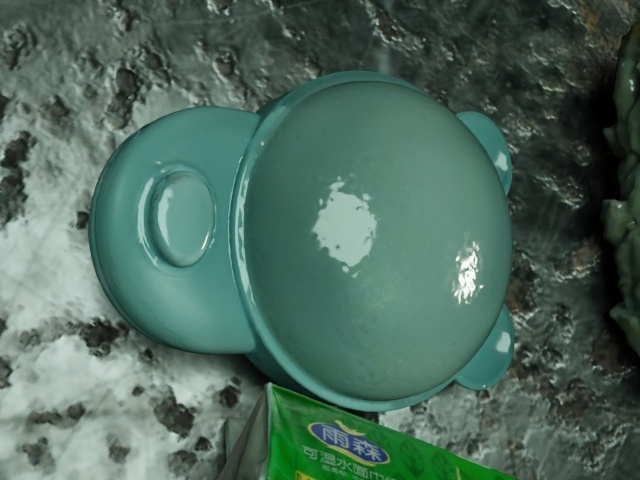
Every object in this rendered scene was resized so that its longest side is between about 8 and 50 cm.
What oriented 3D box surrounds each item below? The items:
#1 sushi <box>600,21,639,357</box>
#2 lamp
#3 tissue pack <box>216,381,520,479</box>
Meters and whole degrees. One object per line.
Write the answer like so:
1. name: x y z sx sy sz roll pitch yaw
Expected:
1. sushi: 0.322 -0.043 0.588 0.181 0.196 0.344 7 80 -33
2. lamp: 0.005 -0.002 0.494 0.283 0.147 0.210 3 80 -14
3. tissue pack: 0.033 0.182 0.471 0.209 0.156 0.148 22 108 -11
